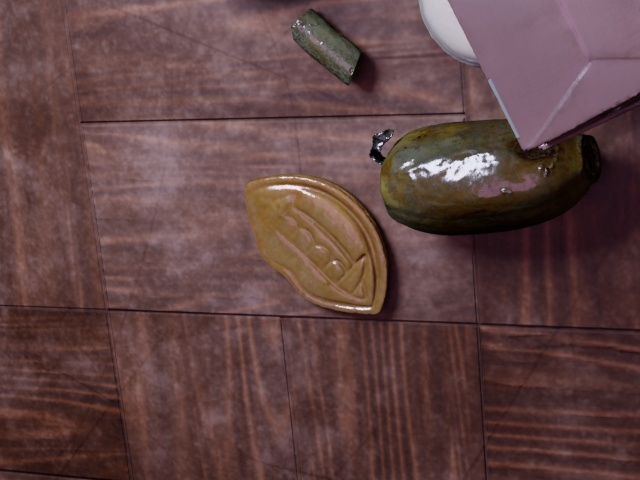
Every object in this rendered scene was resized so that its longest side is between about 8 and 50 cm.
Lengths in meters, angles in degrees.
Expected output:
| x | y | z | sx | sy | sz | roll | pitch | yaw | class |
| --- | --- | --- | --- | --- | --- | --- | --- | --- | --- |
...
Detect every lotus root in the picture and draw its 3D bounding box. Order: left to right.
| x | y | z | sx | sy | sz | roll | pitch | yaw | class |
| --- | --- | --- | --- | --- | --- | --- | --- | --- | --- |
| 0.177 | -0.067 | 1.370 | 0.241 | 0.124 | 0.123 | -1 | 91 | 25 | lotus root |

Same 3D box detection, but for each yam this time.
| x | y | z | sx | sy | sz | roll | pitch | yaw | class |
| --- | --- | --- | --- | --- | --- | --- | --- | --- | --- |
| 0.009 | -0.219 | 1.436 | 0.094 | 0.043 | 0.043 | 39 | 116 | 5 | yam |

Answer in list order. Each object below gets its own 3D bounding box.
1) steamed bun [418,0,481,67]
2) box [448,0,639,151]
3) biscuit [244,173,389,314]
| x | y | z | sx | sy | sz | roll | pitch | yaw | class |
| --- | --- | --- | --- | --- | --- | --- | --- | --- | --- |
| 0.210 | -0.271 | 1.289 | 0.228 | 0.131 | 0.177 | -34 | 88 | 36 | steamed bun |
| 0.235 | -0.214 | 1.161 | 0.215 | 0.086 | 0.215 | -26 | 90 | 35 | box |
| 0.000 | 0.000 | 1.516 | 0.220 | 0.029 | 0.142 | 47 | 117 | 3 | biscuit |
